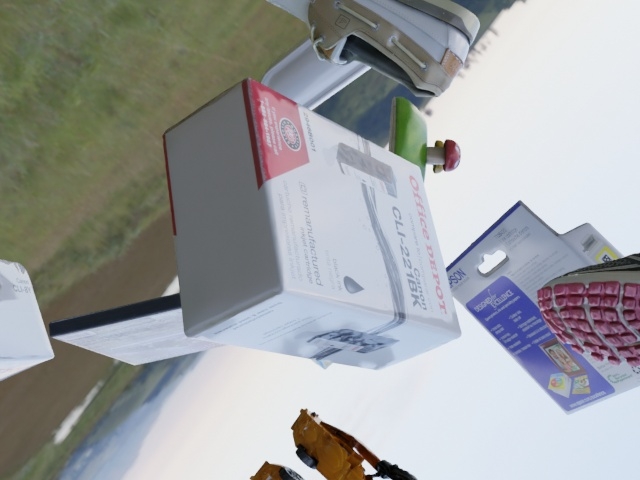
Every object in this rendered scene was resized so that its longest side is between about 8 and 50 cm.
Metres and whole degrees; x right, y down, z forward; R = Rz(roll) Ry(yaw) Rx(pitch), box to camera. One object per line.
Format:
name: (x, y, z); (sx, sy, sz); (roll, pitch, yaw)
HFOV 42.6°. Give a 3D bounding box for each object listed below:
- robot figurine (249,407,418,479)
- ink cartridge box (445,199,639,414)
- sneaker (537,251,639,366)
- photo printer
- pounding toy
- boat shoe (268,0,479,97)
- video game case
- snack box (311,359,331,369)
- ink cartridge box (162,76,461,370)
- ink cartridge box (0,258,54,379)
robot figurine: (0.036, 0.391, 1.209); (0.211, 0.291, 0.085); (-53, 144, 0)
ink cartridge box: (0.349, 0.097, 1.205); (0.072, 0.307, 0.304); (-39, 172, -27)
sneaker: (0.380, 0.053, 0.869); (0.299, 0.121, 0.112); (-11, -150, 32)
photo printer: (0.045, -0.330, 1.377); (0.307, 0.107, 0.256); (-30, -167, 35)
pounding toy: (0.164, -0.113, 1.324); (0.183, 0.110, 0.237); (-83, 174, -53)
boat shoe: (0.029, -0.264, 0.975); (0.113, 0.302, 0.103); (34, 79, -77)
video game case: (-0.239, 0.135, 1.200); (0.196, 0.026, 0.274); (-13, 162, 8)
snack box: (0.078, 0.074, 1.549); (0.322, 0.187, 0.060); (-40, -138, -17)
ink cartridge box: (0.000, 0.000, 0.761); (0.114, 0.197, 0.272); (-26, 152, 31)
ink cartridge box: (-0.617, 0.169, 1.135); (0.384, 0.161, 0.279); (-25, 170, 7)
